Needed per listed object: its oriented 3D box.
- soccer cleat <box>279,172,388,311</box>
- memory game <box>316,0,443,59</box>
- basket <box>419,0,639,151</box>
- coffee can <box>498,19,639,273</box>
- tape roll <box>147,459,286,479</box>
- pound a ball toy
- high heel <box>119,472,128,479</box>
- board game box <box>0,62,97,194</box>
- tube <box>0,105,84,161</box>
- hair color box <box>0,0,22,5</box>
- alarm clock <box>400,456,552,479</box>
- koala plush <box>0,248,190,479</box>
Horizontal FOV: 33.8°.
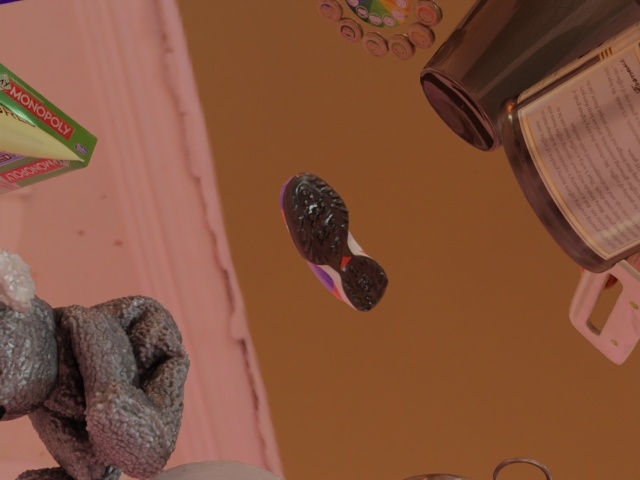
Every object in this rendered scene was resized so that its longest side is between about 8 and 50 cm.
[{"bbox_3d":[0.000,0.000,1.698,0.116,0.109,0.318,25,-19,41],"label":"soccer cleat"},{"bbox_3d":[0.064,-0.295,1.279,0.186,0.012,0.186,26,-33,19],"label":"memory game"},{"bbox_3d":[0.241,-0.224,1.239,0.204,0.227,0.154,47,-10,0],"label":"basket"},{"bbox_3d":[0.339,-0.117,1.001,0.275,0.201,0.202,-31,-101,30],"label":"coffee can"},{"bbox_3d":[-0.092,0.307,0.917,0.219,0.219,0.072,53,-18,20],"label":"tape roll"},{"bbox_3d":[0.429,0.023,1.370,0.136,0.208,0.319,46,-11,20],"label":"pound a ball toy"},{"bbox_3d":[-0.263,0.217,1.193,0.117,0.082,0.244,49,-67,28],"label":"high heel"},{"bbox_3d":[-0.449,-0.131,1.265,0.317,0.213,0.046,-12,-128,39],"label":"board game box"},{"bbox_3d":[-0.329,-0.115,0.980,0.062,0.240,0.070,-28,-110,20],"label":"tube"},{"bbox_3d":[-0.254,-0.256,0.728,0.338,0.110,0.185,-6,-122,16],"label":"hair color box"},{"bbox_3d":[0.098,0.214,0.741,0.129,0.064,0.192,32,-59,-6],"label":"alarm clock"},{"bbox_3d":[-0.244,0.104,0.889,0.196,0.221,0.203,-45,-153,37],"label":"koala plush"}]
